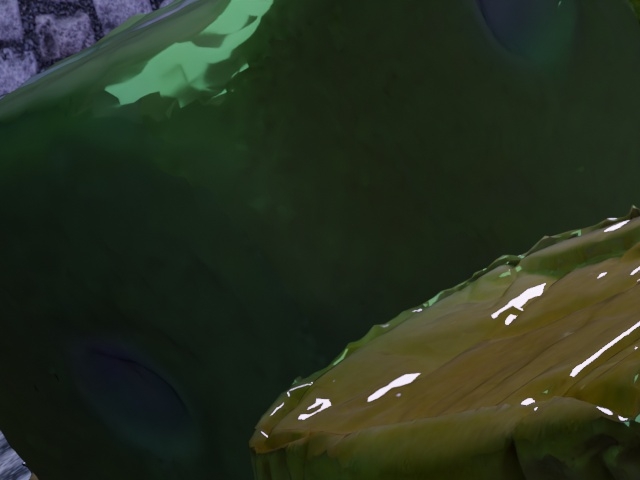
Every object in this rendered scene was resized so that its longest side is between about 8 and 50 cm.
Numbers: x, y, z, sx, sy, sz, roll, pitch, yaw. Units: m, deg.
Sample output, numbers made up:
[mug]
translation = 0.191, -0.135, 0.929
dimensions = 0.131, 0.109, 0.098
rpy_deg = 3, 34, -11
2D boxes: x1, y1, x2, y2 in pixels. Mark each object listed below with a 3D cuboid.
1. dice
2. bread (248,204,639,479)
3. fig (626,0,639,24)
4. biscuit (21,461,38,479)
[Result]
[dice]
translation = 0.000, 0.000, 0.835
dimensions = 0.252, 0.254, 0.250
rpy_deg = -17, 20, 48
[bread]
translation = 0.097, 0.071, 0.541
dimensions = 0.250, 0.133, 0.179
rpy_deg = -18, 16, 49
[fig]
translation = 0.210, -0.141, 1.384
dimensions = 0.123, 0.123, 0.156
rpy_deg = -31, 48, 0
[biscuit]
translation = -0.088, 0.104, 1.135
dimensions = 0.118, 0.061, 0.183
rpy_deg = -19, 18, 44
